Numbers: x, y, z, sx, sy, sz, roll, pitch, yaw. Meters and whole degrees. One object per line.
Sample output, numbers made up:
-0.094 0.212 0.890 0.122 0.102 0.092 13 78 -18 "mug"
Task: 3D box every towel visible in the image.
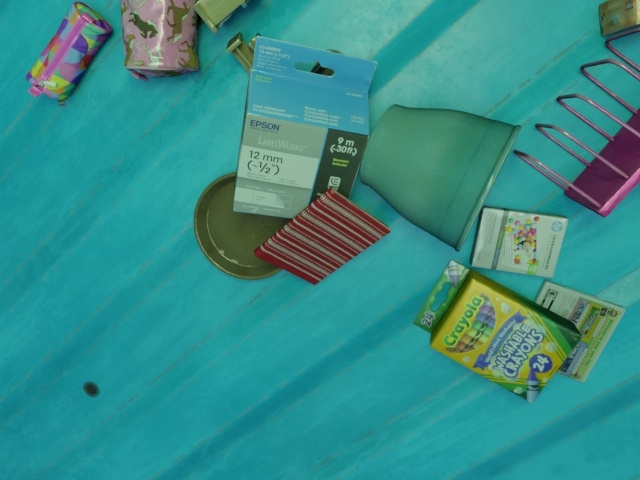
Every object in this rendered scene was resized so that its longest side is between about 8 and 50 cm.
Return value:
0.000 0.000 1.082 0.198 0.031 0.274 29 129 -33 "towel"

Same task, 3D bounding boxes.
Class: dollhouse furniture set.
-0.159 -0.479 1.015 0.129 0.129 0.184 -32 123 16 "dollhouse furniture set"

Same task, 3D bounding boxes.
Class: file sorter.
0.553 -0.232 0.913 0.182 0.202 0.291 35 109 -1 "file sorter"

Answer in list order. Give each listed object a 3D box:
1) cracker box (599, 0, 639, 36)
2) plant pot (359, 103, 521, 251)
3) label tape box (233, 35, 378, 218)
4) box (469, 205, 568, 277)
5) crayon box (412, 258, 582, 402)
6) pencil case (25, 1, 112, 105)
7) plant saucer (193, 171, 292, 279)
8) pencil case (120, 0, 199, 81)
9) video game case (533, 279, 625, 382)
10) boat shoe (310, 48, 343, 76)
0.665 -0.446 0.854 0.232 0.156 0.067 -11 104 12 "cracker box"
0.231 -0.154 0.968 0.255 0.271 0.272 27 109 15 "plant pot"
-0.039 -0.210 0.975 0.248 0.115 0.348 7 131 -12 "label tape box"
0.455 0.002 1.083 0.186 0.038 0.145 8 108 6 "box"
0.407 0.214 1.114 0.322 0.083 0.203 28 109 7 "crayon box"
-0.590 -0.436 1.096 0.104 0.104 0.236 43 107 -5 "pencil case"
-0.183 -0.036 1.176 0.277 0.041 0.278 3 106 9 "plant saucer"
-0.355 -0.545 0.995 0.167 0.159 0.387 18 116 49 "pencil case"
0.592 0.222 1.133 0.193 0.023 0.213 20 107 4 "video game case"
-0.022 -0.287 1.047 0.102 0.092 0.286 27 109 0 "boat shoe"
